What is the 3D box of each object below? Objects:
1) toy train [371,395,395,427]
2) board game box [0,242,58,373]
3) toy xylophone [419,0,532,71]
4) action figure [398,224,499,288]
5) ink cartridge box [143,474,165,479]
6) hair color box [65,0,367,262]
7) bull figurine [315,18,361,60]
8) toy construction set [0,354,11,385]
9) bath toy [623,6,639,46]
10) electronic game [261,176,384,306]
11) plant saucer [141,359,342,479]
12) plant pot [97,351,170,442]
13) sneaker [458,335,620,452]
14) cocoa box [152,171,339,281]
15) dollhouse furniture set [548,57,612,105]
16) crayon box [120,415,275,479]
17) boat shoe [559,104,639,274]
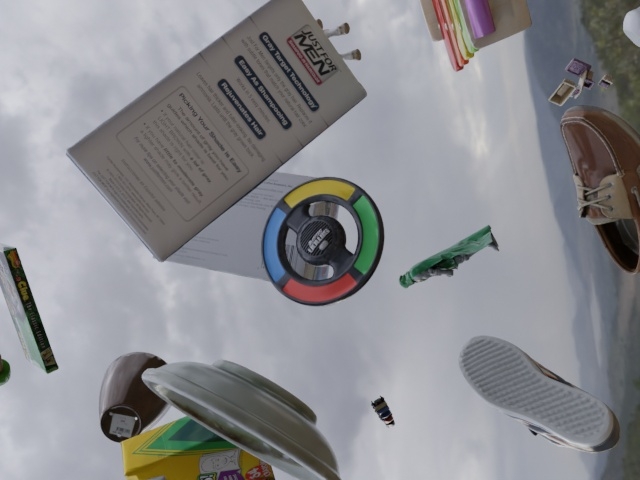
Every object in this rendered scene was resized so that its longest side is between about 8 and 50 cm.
[{"bbox_3d":[0.119,0.322,1.169,0.036,0.027,0.158,59,177,29],"label":"toy train"},{"bbox_3d":[-0.597,0.133,1.258,0.030,0.136,0.260,-25,-69,-39],"label":"board game box"},{"bbox_3d":[0.176,-0.343,0.794,0.323,0.081,0.236,-71,-39,-78],"label":"toy xylophone"},{"bbox_3d":[0.278,0.047,1.392,0.063,0.232,0.137,63,-161,-1],"label":"action figure"},{"bbox_3d":[-0.376,0.642,1.179,0.385,0.160,0.279,98,157,-85],"label":"ink cartridge box"},{"bbox_3d":[-0.129,-0.149,0.815,0.174,0.347,0.105,53,168,-15],"label":"hair color box"},{"bbox_3d":[-0.040,-0.380,1.253,0.310,0.188,0.101,-35,-63,-53],"label":"bull figurine"},{"bbox_3d":[-0.611,0.291,0.845,0.237,0.257,0.309,119,169,-49],"label":"toy construction set"},{"bbox_3d":[0.716,-0.368,1.147,0.151,0.129,0.348,24,-157,-36],"label":"bath toy"},{"bbox_3d":[0.000,0.000,1.083,0.048,0.229,0.229,31,-126,-62],"label":"electronic game"},{"bbox_3d":[-0.120,0.306,1.111,0.100,0.400,0.400,-60,-38,-23],"label":"plant saucer"},{"bbox_3d":[-0.512,0.445,1.706,0.230,0.215,0.215,-112,9,-78],"label":"plant pot"},{"bbox_3d":[0.402,0.294,1.178,0.126,0.321,0.127,-54,-49,-4],"label":"sneaker"},{"bbox_3d":[-0.152,-0.038,1.397,0.228,0.347,0.231,13,-94,-77],"label":"cocoa box"},{"bbox_3d":[0.525,-0.294,1.298,0.114,0.091,0.081,113,-178,-63],"label":"dollhouse furniture set"},{"bbox_3d":[-0.285,0.579,1.566,0.106,0.313,0.363,-124,19,-48],"label":"crayon box"},{"bbox_3d":[0.492,-0.078,1.054,0.116,0.123,0.324,-44,-73,-18],"label":"boat shoe"}]
